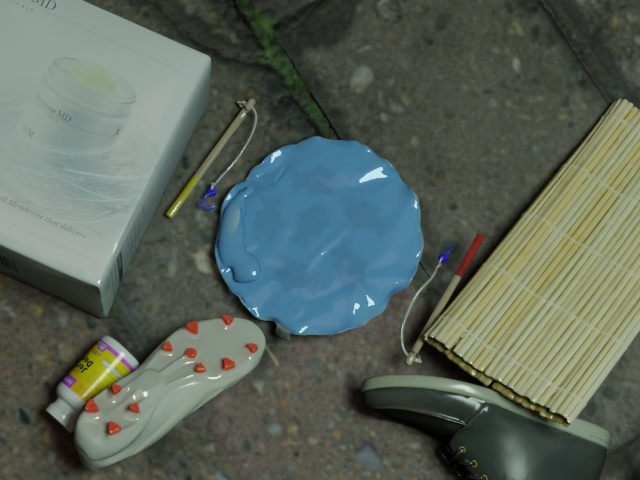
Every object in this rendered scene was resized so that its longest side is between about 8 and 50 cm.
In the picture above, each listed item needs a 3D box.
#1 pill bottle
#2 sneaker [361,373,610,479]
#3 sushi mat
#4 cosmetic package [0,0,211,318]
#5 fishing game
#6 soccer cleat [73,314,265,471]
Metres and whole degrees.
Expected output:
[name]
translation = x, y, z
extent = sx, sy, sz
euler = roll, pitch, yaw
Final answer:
[pill bottle]
translation = -0.197, 0.125, 1.424
extent = 0.043, 0.043, 0.083
euler = 40, 76, 5
[sneaker]
translation = 0.133, 0.190, 1.417
extent = 0.222, 0.083, 0.118
euler = 16, 76, -2
[sushi mat]
translation = 0.237, 0.012, 1.448
extent = 0.151, 0.019, 0.316
euler = 30, 64, 23
[cosmetic package]
translation = -0.240, -0.089, 1.425
extent = 0.224, 0.138, 0.225
euler = 24, 75, 1
[fishing game]
translation = 0.000, 0.000, 1.475
extent = 0.264, 0.041, 0.189
euler = 27, 75, 10
[soccer cleat]
translation = -0.132, 0.128, 1.423
extent = 0.196, 0.076, 0.068
euler = -31, 66, -31
